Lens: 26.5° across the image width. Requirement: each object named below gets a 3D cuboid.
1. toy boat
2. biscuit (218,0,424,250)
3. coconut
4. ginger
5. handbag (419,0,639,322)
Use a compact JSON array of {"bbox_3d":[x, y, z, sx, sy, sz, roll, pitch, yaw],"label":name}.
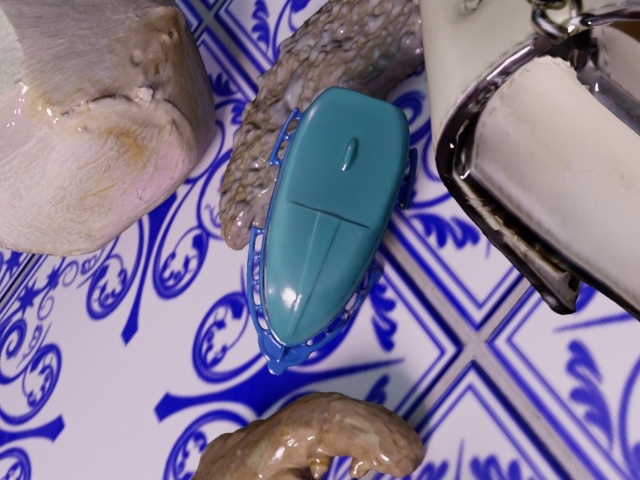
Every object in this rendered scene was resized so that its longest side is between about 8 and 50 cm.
[{"bbox_3d":[0.000,0.000,0.833,0.110,0.091,0.175,121,168,-79],"label":"toy boat"},{"bbox_3d":[0.004,-0.114,0.934,0.250,0.032,0.133,-46,36,22],"label":"biscuit"},{"bbox_3d":[-0.193,-0.111,1.016,0.230,0.227,0.227,-43,38,33],"label":"coconut"},{"bbox_3d":[-0.019,0.127,0.775,0.173,0.051,0.069,-34,46,35],"label":"ginger"},{"bbox_3d":[0.138,-0.148,0.610,0.160,0.236,0.358,-31,44,33],"label":"handbag"}]
